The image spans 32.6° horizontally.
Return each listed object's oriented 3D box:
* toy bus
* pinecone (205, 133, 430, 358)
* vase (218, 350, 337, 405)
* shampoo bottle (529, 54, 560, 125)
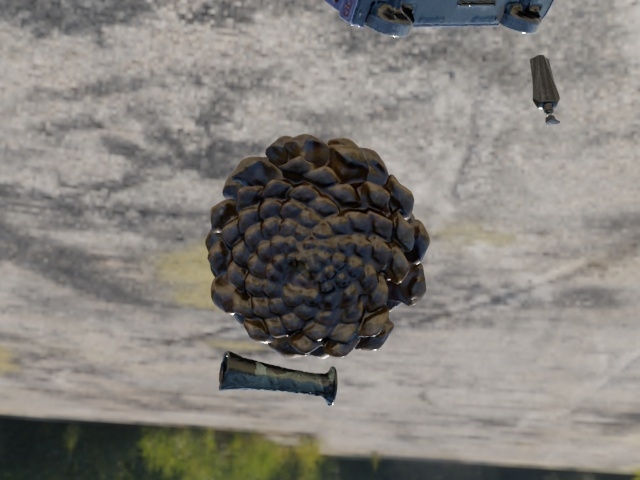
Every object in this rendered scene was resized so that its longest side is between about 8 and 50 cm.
[{"bbox_3d":[0.125,-0.287,1.097,0.292,0.126,0.133,-11,-139,-40],"label":"toy bus"},{"bbox_3d":[0.000,0.000,1.762,0.384,0.385,0.384,4,168,1],"label":"pinecone"},{"bbox_3d":[-0.060,0.199,1.577,0.166,0.059,0.059,10,167,-12],"label":"vase"},{"bbox_3d":[0.389,-0.261,1.898,0.048,0.137,0.027,-1,151,-4],"label":"shampoo bottle"}]
